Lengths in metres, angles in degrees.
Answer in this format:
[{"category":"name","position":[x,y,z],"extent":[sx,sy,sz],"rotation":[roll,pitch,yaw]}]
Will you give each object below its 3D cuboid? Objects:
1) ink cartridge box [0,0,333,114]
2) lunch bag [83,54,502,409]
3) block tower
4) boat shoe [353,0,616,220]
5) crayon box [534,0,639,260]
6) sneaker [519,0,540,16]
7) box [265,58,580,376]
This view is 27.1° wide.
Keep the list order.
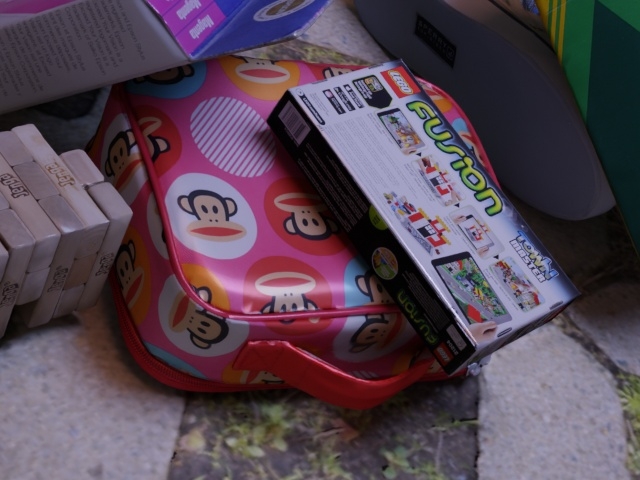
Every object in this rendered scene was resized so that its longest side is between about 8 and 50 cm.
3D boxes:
[{"category":"ink cartridge box","position":[-0.116,-0.196,0.953],"extent":[0.071,0.330,0.324],"rotation":[66,29,-23]},{"category":"lunch bag","position":[0.000,0.000,0.907],"extent":[0.293,0.120,0.258],"rotation":[1,52,-31]},{"category":"block tower","position":[-0.273,0.027,0.726],"extent":[0.335,0.097,0.091],"rotation":[-19,58,-41]},{"category":"boat shoe","position":[0.185,-0.164,1.206],"extent":[0.156,0.136,0.367],"rotation":[-17,47,-27]},{"category":"crayon box","position":[0.333,-0.141,1.137],"extent":[0.363,0.106,0.313],"rotation":[-1,68,-53]},{"category":"sneaker","position":[0.278,-0.246,1.440],"extent":[0.135,0.052,0.058],"rotation":[4,52,-17]},{"category":"box","position":[0.067,-0.021,0.865],"extent":[0.114,0.036,0.207],"rotation":[-20,69,-42]}]
